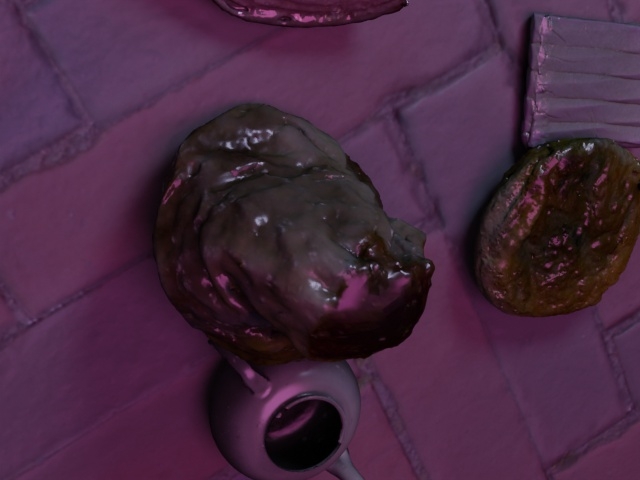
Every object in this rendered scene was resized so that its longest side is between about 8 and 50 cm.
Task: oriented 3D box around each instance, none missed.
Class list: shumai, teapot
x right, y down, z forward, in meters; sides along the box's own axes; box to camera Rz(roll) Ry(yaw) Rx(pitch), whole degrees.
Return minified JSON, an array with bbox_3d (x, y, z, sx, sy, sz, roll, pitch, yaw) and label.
[{"bbox_3d":[0.000,0.000,1.244,0.309,0.263,0.304,-8,99,-34],"label":"shumai"},{"bbox_3d":[-0.040,0.213,1.422,0.193,0.129,0.294,-43,122,-4],"label":"teapot"}]

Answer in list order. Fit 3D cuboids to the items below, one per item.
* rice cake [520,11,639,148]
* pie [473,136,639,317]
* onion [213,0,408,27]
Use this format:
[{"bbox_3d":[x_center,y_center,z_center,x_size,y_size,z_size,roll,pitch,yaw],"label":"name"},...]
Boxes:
[{"bbox_3d":[0.348,-0.202,1.482,0.198,0.037,0.189,-7,113,-21],"label":"rice cake"},{"bbox_3d":[0.325,-0.012,1.515,0.277,0.078,0.277,-12,123,-18],"label":"pie"},{"bbox_3d":[-0.022,-0.345,1.203,0.247,0.111,0.250,-4,147,-8],"label":"onion"}]
